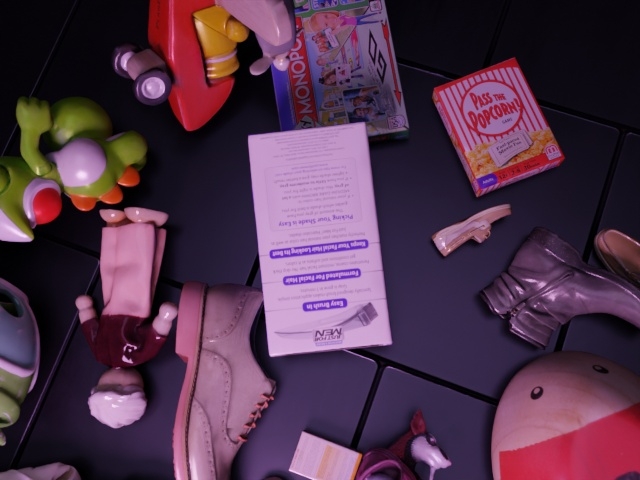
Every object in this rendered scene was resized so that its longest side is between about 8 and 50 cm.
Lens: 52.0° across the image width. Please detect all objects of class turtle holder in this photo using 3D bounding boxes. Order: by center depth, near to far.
[{"bbox_3d":[-0.574,0.150,0.964,0.320,0.243,0.227,30,55,-26],"label":"turtle holder"}]

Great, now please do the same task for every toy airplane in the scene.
[{"bbox_3d":[-0.167,-0.407,1.025,0.273,0.384,0.386,-8,82,-31],"label":"toy airplane"}]

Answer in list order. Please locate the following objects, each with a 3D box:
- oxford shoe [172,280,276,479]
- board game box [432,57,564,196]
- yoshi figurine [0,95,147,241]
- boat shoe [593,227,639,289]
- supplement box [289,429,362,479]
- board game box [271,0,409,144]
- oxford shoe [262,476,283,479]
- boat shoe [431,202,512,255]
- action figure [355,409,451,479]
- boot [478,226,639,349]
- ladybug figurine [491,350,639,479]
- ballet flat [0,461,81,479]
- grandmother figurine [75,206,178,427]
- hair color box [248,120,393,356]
[{"bbox_3d":[-0.139,0.255,0.983,0.147,0.140,0.396,-1,80,-4],"label":"oxford shoe"},{"bbox_3d":[0.291,-0.188,1.089,0.147,0.045,0.193,-22,77,-1],"label":"board game box"},{"bbox_3d":[-0.467,-0.124,1.053,0.362,0.204,0.203,-26,110,-30],"label":"yoshi figurine"},{"bbox_3d":[0.508,0.048,1.006,0.190,0.072,0.068,43,84,12],"label":"boat shoe"},{"bbox_3d":[0.009,0.336,1.002,0.099,0.036,0.062,19,80,8],"label":"supplement box"},{"bbox_3d":[0.021,-0.312,1.138,0.214,0.046,0.317,-10,77,2],"label":"board game box"},{"bbox_3d":[-0.087,0.462,0.970,0.076,0.076,0.212,6,62,8],"label":"oxford shoe"},{"bbox_3d":[0.249,-0.017,1.056,0.135,0.050,0.045,-26,80,9],"label":"boat shoe"},{"bbox_3d":[0.084,0.415,0.919,0.276,0.248,0.370,-9,44,34],"label":"action figure"},{"bbox_3d":[0.381,0.107,1.011,0.246,0.083,0.161,36,90,16],"label":"boot"},{"bbox_3d":[0.415,0.367,0.899,0.305,0.162,0.449,-25,77,-1],"label":"ladybug figurine"},{"bbox_3d":[-0.366,0.405,0.965,0.400,0.139,0.139,11,78,24],"label":"ballet flat"},{"bbox_3d":[-0.305,0.123,1.044,0.208,0.104,0.342,-3,79,40],"label":"grandmother figurine"},{"bbox_3d":[0.000,0.000,1.020,0.185,0.110,0.338,-6,84,3],"label":"hair color box"}]
